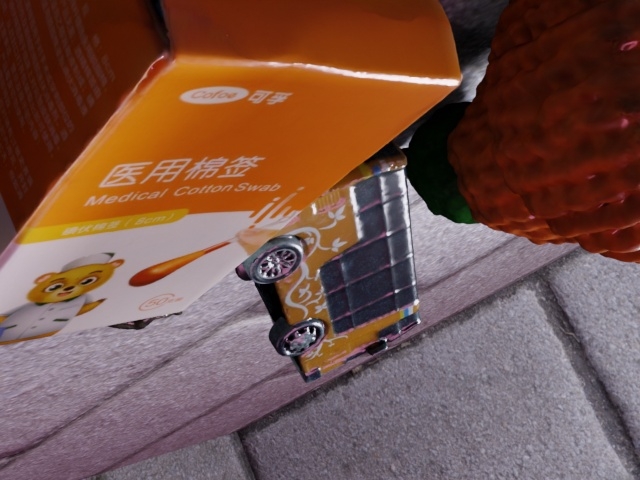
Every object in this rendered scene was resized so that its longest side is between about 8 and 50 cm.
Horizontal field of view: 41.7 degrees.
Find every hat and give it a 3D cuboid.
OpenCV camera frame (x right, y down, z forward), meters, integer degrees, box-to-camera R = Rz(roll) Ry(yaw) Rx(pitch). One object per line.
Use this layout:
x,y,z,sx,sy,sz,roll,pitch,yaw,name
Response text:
0.197,-0.102,0.766,0.285,0.285,0.400,-10,175,-42,hat

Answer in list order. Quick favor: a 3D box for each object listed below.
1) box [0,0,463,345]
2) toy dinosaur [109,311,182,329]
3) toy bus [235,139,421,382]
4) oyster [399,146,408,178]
-0.112,-0.068,0.535,0.225,0.143,0.341,-8,159,-47,box
-0.249,0.085,0.952,0.179,0.087,0.187,-25,164,-3,toy dinosaur
0.000,0.000,0.797,0.167,0.138,0.275,-24,142,-10,toy bus
-0.028,-0.032,0.918,0.345,0.078,0.128,-22,144,-19,oyster
